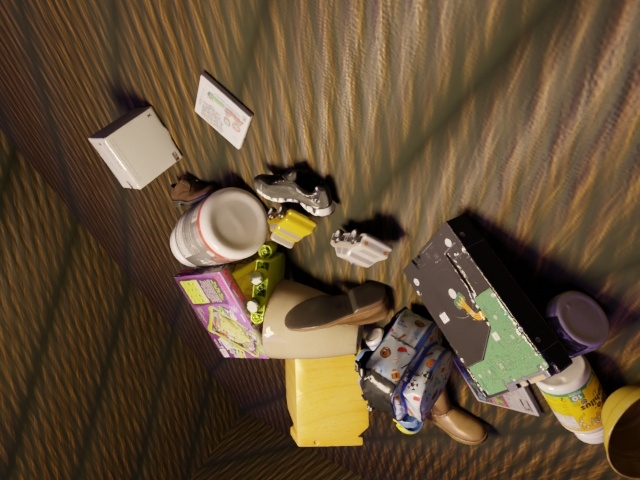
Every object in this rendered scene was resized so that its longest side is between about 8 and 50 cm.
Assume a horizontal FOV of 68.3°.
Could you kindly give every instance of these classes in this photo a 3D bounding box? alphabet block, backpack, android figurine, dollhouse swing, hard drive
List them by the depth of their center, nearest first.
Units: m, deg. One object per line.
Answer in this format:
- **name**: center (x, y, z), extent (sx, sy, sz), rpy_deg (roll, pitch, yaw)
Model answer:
- **hard drive**: center (0.324, 0.143, 0.979), extent (0.339, 0.064, 0.237), rpy_deg (59, 155, 20)
- **backpack**: center (0.230, 0.323, 1.244), extent (0.213, 0.263, 0.276), rpy_deg (19, 151, 21)
- **android figurine**: center (-0.165, 0.126, 1.462), extent (0.056, 0.273, 0.248), rpy_deg (9, 102, 8)
- **alphabet block**: center (-0.294, 0.157, 1.650), extent (0.197, 0.192, 0.193), rpy_deg (9, 122, 43)
- **dollhouse swing**: center (0.009, 0.518, 1.736), extent (0.315, 0.346, 0.305), rpy_deg (-2, -178, 3)

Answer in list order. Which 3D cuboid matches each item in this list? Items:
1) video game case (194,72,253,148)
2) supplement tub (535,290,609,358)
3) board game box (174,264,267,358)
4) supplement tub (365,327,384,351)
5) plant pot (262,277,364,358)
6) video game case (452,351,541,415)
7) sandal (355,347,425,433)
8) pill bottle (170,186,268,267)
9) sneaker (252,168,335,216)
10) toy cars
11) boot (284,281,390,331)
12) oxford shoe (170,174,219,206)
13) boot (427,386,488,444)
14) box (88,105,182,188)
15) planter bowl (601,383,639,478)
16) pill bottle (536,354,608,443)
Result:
- **video game case**: center (-0.246, -0.321, 1.187), extent (0.157, 0.019, 0.143), rpy_deg (41, 150, -1)
- **supplement tub**: center (0.463, 0.186, 0.947), extent (0.117, 0.117, 0.190), rpy_deg (37, 150, 7)
- **board game box**: center (-0.305, 0.237, 1.517), extent (0.208, 0.056, 0.347), rpy_deg (-5, 120, 36)
- **supplement tub**: center (0.196, 0.333, 1.480), extent (0.107, 0.071, 0.071), rpy_deg (51, 148, -16)
- **plant pot**: center (-0.008, 0.268, 1.483), extent (0.274, 0.256, 0.256), rpy_deg (9, 140, 14)
- **video game case**: center (0.477, 0.389, 1.285), extent (0.183, 0.023, 0.201), rpy_deg (-3, 129, 49)
- **sandal**: center (0.233, 0.476, 1.505), extent (0.317, 0.126, 0.138), rpy_deg (49, 170, 8)
- **pill bottle**: center (-0.331, -0.024, 1.473), extent (0.210, 0.210, 0.363), rpy_deg (50, 148, -15)
- **sneaker**: center (-0.070, -0.141, 1.170), extent (0.234, 0.078, 0.106), rpy_deg (21, 142, 24)
- **toy cars**: center (0.000, 0.000, 1.192), extent (0.394, 0.087, 0.176), rpy_deg (19, 172, 28)
- **boot**: center (0.050, 0.216, 1.342), extent (0.305, 0.112, 0.115), rpy_deg (-16, 134, 11)
- **oxford shoe**: center (-0.417, -0.165, 1.523), extent (0.227, 0.083, 0.096), rpy_deg (-2, 110, 38)
- **boot**: center (0.388, 0.502, 1.467), extent (0.236, 0.089, 0.269), rpy_deg (12, 138, 39)
- **box**: center (-0.553, -0.279, 1.425), extent (0.119, 0.182, 0.181), rpy_deg (10, 137, 42)
- **planter bowl**: center (0.642, 0.359, 0.949), extent (0.217, 0.217, 0.090), rpy_deg (53, -177, -20)
- **pill bottle**: center (0.564, 0.347, 1.040), extent (0.117, 0.117, 0.208), rpy_deg (-8, 124, 52)
